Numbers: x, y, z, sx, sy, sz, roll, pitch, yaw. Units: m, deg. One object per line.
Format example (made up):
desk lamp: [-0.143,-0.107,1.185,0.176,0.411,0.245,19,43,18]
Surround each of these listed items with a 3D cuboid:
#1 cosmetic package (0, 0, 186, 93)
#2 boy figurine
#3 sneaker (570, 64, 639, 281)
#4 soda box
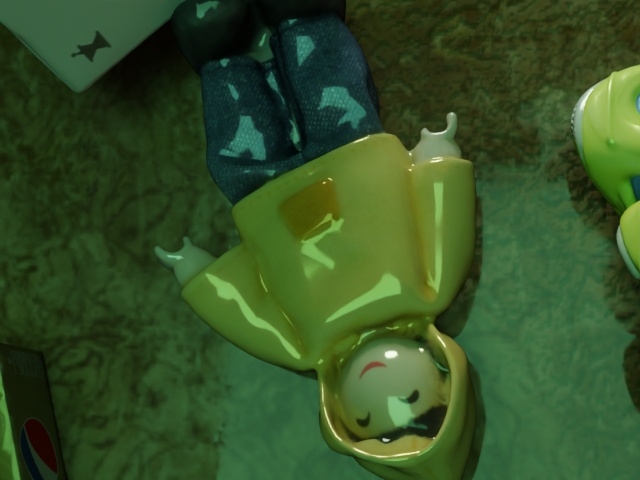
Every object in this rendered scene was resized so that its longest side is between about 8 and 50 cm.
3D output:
cosmetic package: [-0.148,-0.213,0.567,0.151,0.151,0.183,-40,53,1]
boy figurine: [0.000,0.000,0.548,0.177,0.092,0.285,-18,71,5]
sneaker: [0.211,0.009,0.484,0.126,0.091,0.240,-28,71,26]
soda box: [-0.174,0.150,0.566,0.061,0.058,0.181,-18,74,8]
